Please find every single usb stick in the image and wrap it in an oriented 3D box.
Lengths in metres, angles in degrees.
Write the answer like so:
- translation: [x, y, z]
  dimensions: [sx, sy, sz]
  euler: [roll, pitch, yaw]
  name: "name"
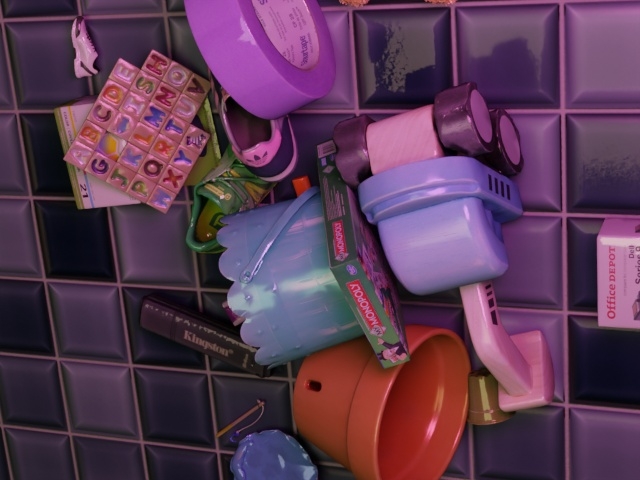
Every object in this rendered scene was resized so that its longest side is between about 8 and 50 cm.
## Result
- translation: [-0.208, 0.174, 2.086]
  dimensions: [0.278, 0.045, 0.077]
  euler: [21, 114, 13]
  name: "usb stick"

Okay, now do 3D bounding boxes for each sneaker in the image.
- translation: [-0.410, -0.339, 1.990]
  dimensions: [0.044, 0.040, 0.109]
  euler: [0, 113, 5]
  name: "sneaker"
- translation: [-0.124, -0.252, 1.802]
  dimensions: [0.112, 0.131, 0.319]
  euler: [-26, 74, 10]
  name: "sneaker"
- translation: [-0.138, -0.096, 1.911]
  dimensions: [0.109, 0.123, 0.295]
  euler: [29, 110, 9]
  name: "sneaker"

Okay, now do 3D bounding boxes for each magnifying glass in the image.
- translation: [0.000, 0.000, 1.954]
  dimensions: [0.092, 0.026, 0.231]
  euler: [-12, 105, 24]
  name: "magnifying glass"

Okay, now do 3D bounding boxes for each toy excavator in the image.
- translation: [0.220, 0.035, 1.744]
  dimensions: [0.222, 0.433, 0.445]
  euler: [-14, 75, 25]
  name: "toy excavator"

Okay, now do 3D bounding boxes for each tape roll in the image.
- translation: [-0.088, -0.326, 1.726]
  dimensions: [0.090, 0.275, 0.274]
  euler: [-23, 99, 27]
  name: "tape roll"

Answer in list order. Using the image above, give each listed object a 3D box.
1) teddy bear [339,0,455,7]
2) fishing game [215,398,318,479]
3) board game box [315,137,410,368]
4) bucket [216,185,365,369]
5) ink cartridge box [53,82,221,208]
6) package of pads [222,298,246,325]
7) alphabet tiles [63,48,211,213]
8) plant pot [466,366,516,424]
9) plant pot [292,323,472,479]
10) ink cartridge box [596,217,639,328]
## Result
- translation: [0.150, -0.463, 1.676]
  dimensions: [0.338, 0.113, 0.245]
  euler: [6, 109, 19]
  name: "teddy bear"
- translation: [-0.082, 0.440, 2.137]
  dimensions: [0.189, 0.041, 0.264]
  euler: [-44, 81, 28]
  name: "fishing game"
- translation: [0.063, 0.012, 1.733]
  dimensions: [0.046, 0.317, 0.213]
  euler: [-20, 126, 10]
  name: "board game box"
- translation: [-0.033, 0.055, 1.823]
  dimensions: [0.183, 0.281, 0.281]
  euler: [-17, 102, 10]
  name: "bucket"
- translation: [-0.312, -0.165, 1.976]
  dimensions: [0.255, 0.097, 0.188]
  euler: [-4, 106, 24]
  name: "ink cartridge box"
- translation: [-0.132, 0.113, 2.041]
  dimensions: [0.083, 0.032, 0.050]
  euler: [-29, 93, 28]
  name: "package of pads"
- translation: [-0.291, -0.192, 1.929]
  dimensions: [0.198, 0.009, 0.237]
  euler: [29, 96, -17]
  name: "alphabet tiles"
- translation: [0.278, 0.257, 1.904]
  dimensions: [0.083, 0.083, 0.079]
  euler: [-10, 99, 24]
  name: "plant pot"
- translation: [0.093, 0.265, 1.886]
  dimensions: [0.203, 0.291, 0.290]
  euler: [13, 114, 36]
  name: "plant pot"
- translation: [0.529, 0.052, 1.721]
  dimensions: [0.212, 0.093, 0.154]
  euler: [4, 111, 23]
  name: "ink cartridge box"
